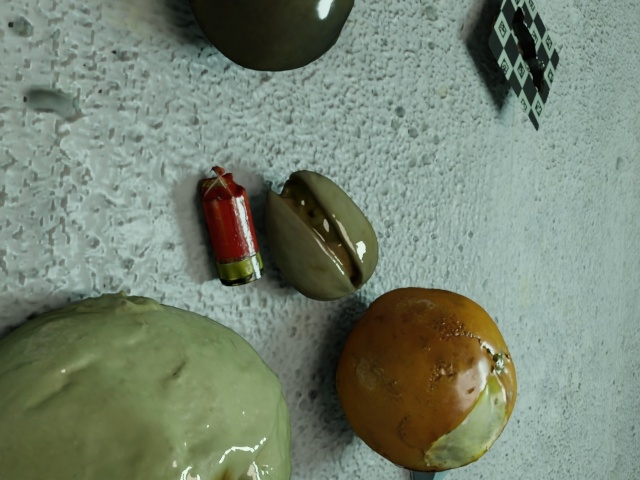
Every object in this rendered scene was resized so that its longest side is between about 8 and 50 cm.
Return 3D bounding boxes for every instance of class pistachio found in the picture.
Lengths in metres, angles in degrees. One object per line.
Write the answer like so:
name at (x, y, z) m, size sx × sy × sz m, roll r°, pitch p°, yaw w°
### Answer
pistachio at (0.000, 0.000, 0.976) m, size 0.124 × 0.124 × 0.185 m, roll -52°, pitch 126°, yaw -36°

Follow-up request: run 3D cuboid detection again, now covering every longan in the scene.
longan at (-0.046, -0.254, 0.843) m, size 0.187 × 0.168 × 0.167 m, roll -13°, pitch 104°, yaw -62°

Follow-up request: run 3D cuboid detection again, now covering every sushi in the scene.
sushi at (0.333, -0.322, 1.430) m, size 0.215 × 0.051 × 0.192 m, roll 49°, pitch 53°, yaw -37°

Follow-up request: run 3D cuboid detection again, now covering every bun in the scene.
bun at (-0.146, 0.227, 0.731) m, size 0.364 × 0.202 × 0.364 m, roll -3°, pitch 93°, yaw -53°

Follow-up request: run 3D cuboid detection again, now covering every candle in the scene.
candle at (-0.098, -0.018, 0.892) m, size 0.052 × 0.052 × 0.130 m, roll -33°, pitch 117°, yaw -47°

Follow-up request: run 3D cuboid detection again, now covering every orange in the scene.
orange at (0.140, 0.180, 1.084) m, size 0.240 × 0.240 × 0.239 m, roll -7°, pitch 99°, yaw -52°

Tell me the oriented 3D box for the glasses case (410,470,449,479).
glasses case at (0.228, 0.303, 1.365) m, size 0.266 × 0.056 × 0.105 m, roll -31°, pitch 142°, yaw -47°
